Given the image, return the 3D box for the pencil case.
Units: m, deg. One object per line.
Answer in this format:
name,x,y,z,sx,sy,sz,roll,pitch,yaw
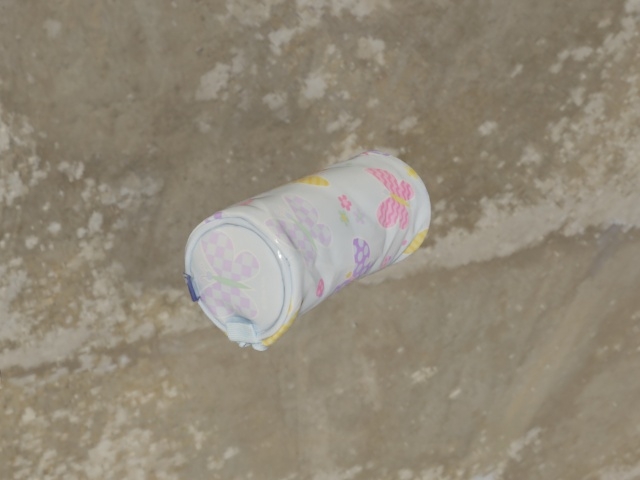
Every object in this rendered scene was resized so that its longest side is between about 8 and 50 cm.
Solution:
pencil case,0.000,0.000,0.846,0.113,0.124,0.273,-14,-171,36
